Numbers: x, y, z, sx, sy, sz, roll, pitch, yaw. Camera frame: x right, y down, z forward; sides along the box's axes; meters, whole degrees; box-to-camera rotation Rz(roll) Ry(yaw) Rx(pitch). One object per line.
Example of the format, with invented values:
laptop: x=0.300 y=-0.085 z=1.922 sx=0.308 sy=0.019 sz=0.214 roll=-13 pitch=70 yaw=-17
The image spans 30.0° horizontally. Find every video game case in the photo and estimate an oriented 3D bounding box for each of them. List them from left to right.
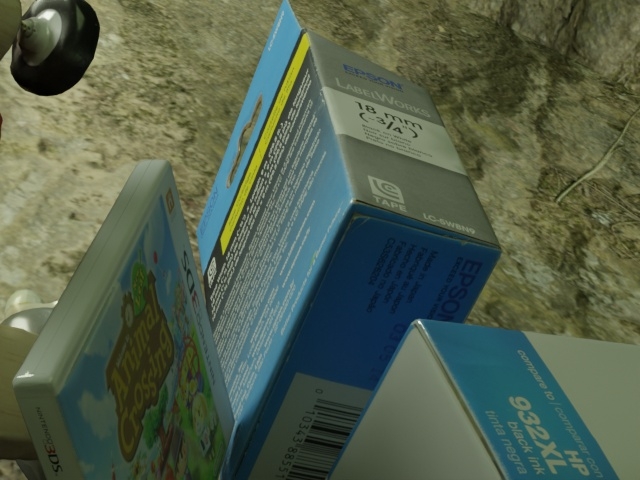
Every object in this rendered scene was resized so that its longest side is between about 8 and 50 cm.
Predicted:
video game case: x=-0.092 y=0.089 z=0.634 sx=0.023 sy=0.193 sz=0.212 roll=-5 pitch=29 yaw=11

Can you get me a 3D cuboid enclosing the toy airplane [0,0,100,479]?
toy airplane: x=-0.256 y=0.048 z=0.615 sx=0.386 sy=0.272 sz=0.384 roll=59 pitch=36 yaw=-14

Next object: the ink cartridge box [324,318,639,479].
ink cartridge box: x=0.158 y=0.181 z=0.694 sx=0.307 sy=0.223 sz=0.129 roll=9 pitch=32 yaw=-28

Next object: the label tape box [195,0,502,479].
label tape box: x=0.000 y=0.000 z=0.869 sx=0.106 sy=0.240 sz=0.334 roll=15 pitch=29 yaw=-17
